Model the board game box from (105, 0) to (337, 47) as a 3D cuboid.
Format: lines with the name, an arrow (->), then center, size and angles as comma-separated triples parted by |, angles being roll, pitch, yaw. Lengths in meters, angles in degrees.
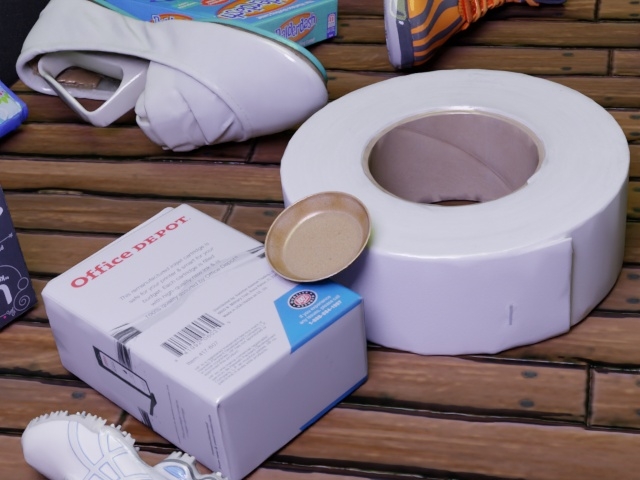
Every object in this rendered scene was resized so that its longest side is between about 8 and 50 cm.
board game box -> -0.111, -0.253, 1.350 | 0.210, 0.047, 0.160 | 18, 29, 30

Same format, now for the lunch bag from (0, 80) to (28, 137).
lunch bag -> -0.397, -0.128, 1.228 | 0.151, 0.096, 0.129 | 23, 42, 14

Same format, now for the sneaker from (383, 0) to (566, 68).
sneaker -> 0.177, -0.288, 1.313 | 0.180, 0.124, 0.321 | 4, 38, 17

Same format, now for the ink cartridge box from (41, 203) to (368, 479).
ink cartridge box -> -0.087, 0.069, 0.907 | 0.203, 0.085, 0.148 | 26, 47, 37

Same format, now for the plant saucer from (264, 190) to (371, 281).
plant saucer -> 0.000, 0.000, 0.888 | 0.083, 0.015, 0.083 | -13, 49, 15

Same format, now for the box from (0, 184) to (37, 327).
box -> -0.385, 0.002, 1.003 | 0.247, 0.142, 0.163 | 23, 47, 36

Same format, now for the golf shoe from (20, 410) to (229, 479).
golf shoe -> -0.144, 0.172, 0.799 | 0.176, 0.069, 0.086 | 14, 47, 28

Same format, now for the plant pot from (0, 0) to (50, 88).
plant pot -> -0.428, -0.271, 1.357 | 0.188, 0.167, 0.188 | 11, 39, 21

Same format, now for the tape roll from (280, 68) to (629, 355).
tape roll -> 0.112, -0.032, 1.000 | 0.286, 0.100, 0.286 | -4, 36, 3

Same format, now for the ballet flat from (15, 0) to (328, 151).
ballet flat -> -0.166, -0.156, 1.212 | 0.400, 0.139, 0.139 | 20, 44, 38
